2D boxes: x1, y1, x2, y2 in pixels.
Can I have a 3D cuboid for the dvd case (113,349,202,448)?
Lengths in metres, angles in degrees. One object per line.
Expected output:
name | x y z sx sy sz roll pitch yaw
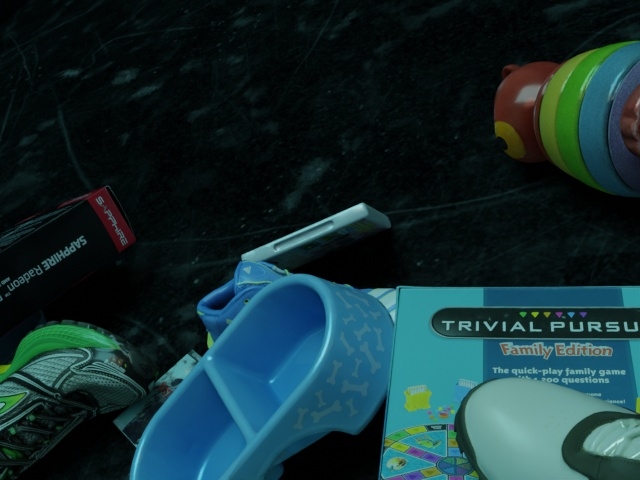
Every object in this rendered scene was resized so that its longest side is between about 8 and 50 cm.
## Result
dvd case | -0.164 0.178 1.024 0.119 0.013 0.087 -41 35 -17

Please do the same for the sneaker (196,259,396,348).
sneaker | -0.022 0.074 0.949 0.240 0.126 0.091 -17 36 20

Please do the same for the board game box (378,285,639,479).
board game box | 0.170 0.173 0.657 0.254 0.079 0.336 -1 40 11

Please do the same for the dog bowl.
dog bowl | -0.060 0.154 0.839 0.297 0.074 0.166 -50 37 5

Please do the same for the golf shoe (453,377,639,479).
golf shoe | 0.197 0.135 0.543 0.273 0.120 0.105 26 53 37

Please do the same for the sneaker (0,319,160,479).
sneaker | -0.320 0.201 1.036 0.343 0.134 0.146 -25 40 24

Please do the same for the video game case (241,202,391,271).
video game case | 0.000 0.000 1.038 0.143 0.019 0.157 -24 -9 10

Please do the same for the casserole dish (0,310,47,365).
casserole dish | -0.436 0.156 1.241 0.114 0.037 0.188 13 53 46

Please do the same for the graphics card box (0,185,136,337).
graphics card box | -0.432 0.071 1.164 0.233 0.094 0.371 -16 17 40

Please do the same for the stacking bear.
stacking bear | 0.287 -0.123 0.954 0.164 0.175 0.289 -42 28 -14
